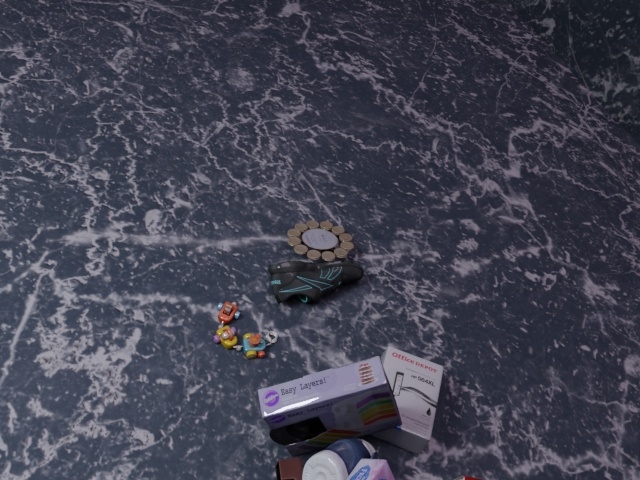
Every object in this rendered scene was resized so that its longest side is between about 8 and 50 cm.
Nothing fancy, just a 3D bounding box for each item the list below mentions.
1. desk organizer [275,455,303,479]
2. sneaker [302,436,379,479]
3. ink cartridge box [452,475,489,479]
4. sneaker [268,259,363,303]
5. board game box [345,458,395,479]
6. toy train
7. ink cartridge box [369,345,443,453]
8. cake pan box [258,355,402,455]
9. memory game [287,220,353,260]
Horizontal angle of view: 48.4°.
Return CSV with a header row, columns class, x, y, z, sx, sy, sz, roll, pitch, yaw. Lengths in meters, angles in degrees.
class,x,y,z,sx,sy,sz,roll,pitch,yaw
desk organizer,-0.058,0.520,1.471,0.050,0.047,0.130,0,51,-16
sneaker,0.056,0.561,1.423,0.236,0.130,0.323,10,80,-60
ink cartridge box,0.359,0.645,1.389,0.271,0.130,0.310,21,44,-35
sneaker,-0.010,0.105,1.825,0.267,0.101,0.106,0,80,-26
board game box,0.079,0.616,1.257,0.318,0.065,0.319,-40,111,-47
toy train,-0.185,0.208,1.692,0.166,0.046,0.125,28,48,6
ink cartridge box,0.192,0.367,1.657,0.148,0.086,0.203,21,49,-1
cake pan box,0.021,0.345,1.459,0.266,0.246,0.070,-16,52,2
memory game,0.000,0.000,1.921,0.186,0.012,0.186,6,34,-4
